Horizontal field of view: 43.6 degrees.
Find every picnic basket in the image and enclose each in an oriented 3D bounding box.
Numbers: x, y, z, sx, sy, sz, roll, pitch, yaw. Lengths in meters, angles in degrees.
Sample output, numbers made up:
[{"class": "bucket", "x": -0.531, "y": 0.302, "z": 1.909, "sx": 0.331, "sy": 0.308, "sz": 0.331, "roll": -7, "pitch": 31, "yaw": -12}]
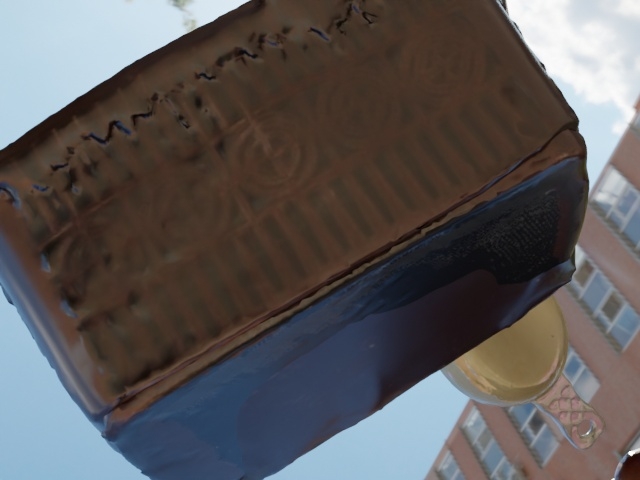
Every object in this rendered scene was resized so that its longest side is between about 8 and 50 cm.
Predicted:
[{"class": "picnic basket", "x": 0.000, "y": 0.000, "z": 0.389, "sx": 0.297, "sy": 0.222, "sz": 0.129, "roll": -31, "pitch": -122, "yaw": -6}]

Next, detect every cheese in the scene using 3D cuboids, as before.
[{"class": "cheese", "x": 0.203, "y": 0.121, "z": 0.798, "sx": 0.227, "sy": 0.137, "sz": 0.064, "roll": 47, "pitch": 171, "yaw": -10}]

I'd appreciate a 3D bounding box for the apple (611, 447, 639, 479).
[{"class": "apple", "x": 0.380, "y": 0.332, "z": 0.703, "sx": 0.317, "sy": 0.288, "sz": 0.288, "roll": 32, "pitch": -144, "yaw": -4}]
